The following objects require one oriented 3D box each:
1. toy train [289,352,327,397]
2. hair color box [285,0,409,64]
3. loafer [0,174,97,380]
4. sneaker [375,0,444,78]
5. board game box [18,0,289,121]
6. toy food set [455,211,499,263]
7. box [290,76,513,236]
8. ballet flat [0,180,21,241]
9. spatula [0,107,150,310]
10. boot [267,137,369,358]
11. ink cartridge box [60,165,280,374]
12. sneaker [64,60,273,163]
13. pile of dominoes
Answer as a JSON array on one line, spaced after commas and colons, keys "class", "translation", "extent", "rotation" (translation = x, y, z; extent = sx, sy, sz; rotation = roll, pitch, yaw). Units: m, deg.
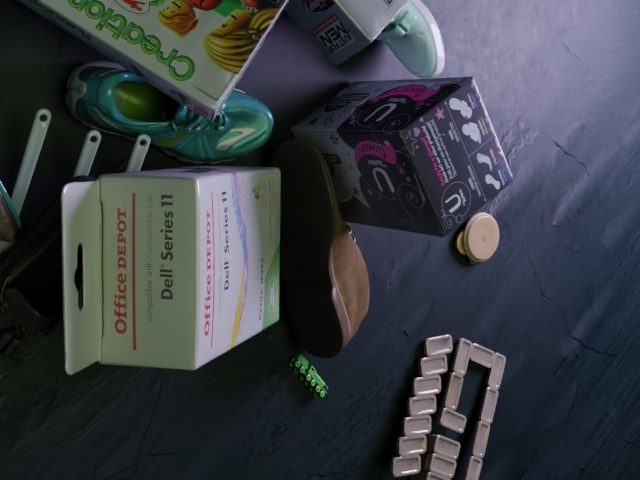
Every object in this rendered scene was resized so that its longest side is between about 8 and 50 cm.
[{"class": "toy train", "translation": [-0.015, 0.193, 1.419], "extent": [0.083, 0.017, 0.023], "rotation": [54, 55, -29]}, {"class": "hair color box", "translation": [-0.031, -0.420, 1.205], "extent": [0.374, 0.113, 0.185], "rotation": [46, 69, -12]}, {"class": "loafer", "translation": [-0.316, 0.050, 1.103], "extent": [0.096, 0.084, 0.267], "rotation": [32, 91, -32]}, {"class": "sneaker", "translation": [0.059, -0.301, 1.359], "extent": [0.151, 0.094, 0.256], "rotation": [-47, 111, -29]}, {"class": "board game box", "translation": [-0.200, -0.296, 1.114], "extent": [0.305, 0.053, 0.193], "rotation": [32, 75, -6]}, {"class": "toy food set", "translation": [0.255, -0.004, 1.591], "extent": [0.082, 0.020, 0.083], "rotation": [39, 73, -34]}, {"class": "box", "translation": [0.101, -0.116, 1.320], "extent": [0.142, 0.247, 0.163], "rotation": [-39, 116, -25]}, {"class": "ballet flat", "translation": [-0.429, -0.121, 1.025], "extent": [0.106, 0.107, 0.316], "rotation": [-31, 103, -25]}, {"class": "spatula", "translation": [-0.297, -0.025, 1.145], "extent": [0.168, 0.019, 0.242], "rotation": [14, 105, -31]}, {"class": "boot", "translation": [0.000, 0.000, 1.370], "extent": [0.115, 0.112, 0.305], "rotation": [-33, 119, -52]}, {"class": "ink cartridge box", "translation": [-0.152, 0.023, 1.116], "extent": [0.353, 0.119, 0.207], "rotation": [-23, 115, -73]}, {"class": "sneaker", "translation": [-0.169, -0.150, 1.202], "extent": [0.275, 0.110, 0.107], "rotation": [5, 93, -37]}, {"class": "pile of dominoes", "translation": [0.196, 0.277, 1.589], "extent": [0.196, 0.040, 0.251], "rotation": [27, 72, -35]}]
